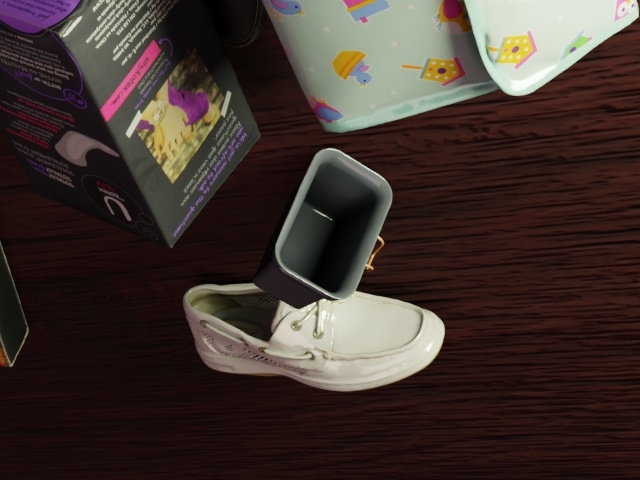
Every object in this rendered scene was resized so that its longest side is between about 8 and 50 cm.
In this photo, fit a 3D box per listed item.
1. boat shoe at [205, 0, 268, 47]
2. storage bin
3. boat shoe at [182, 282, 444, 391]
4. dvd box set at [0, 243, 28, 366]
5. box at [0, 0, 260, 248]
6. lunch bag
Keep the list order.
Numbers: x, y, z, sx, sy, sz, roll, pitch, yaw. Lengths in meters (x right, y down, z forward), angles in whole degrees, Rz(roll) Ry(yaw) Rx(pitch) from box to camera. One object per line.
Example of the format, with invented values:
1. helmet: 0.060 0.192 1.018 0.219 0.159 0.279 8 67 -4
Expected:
1. boat shoe: -0.084 -0.235 1.352 0.084 0.079 0.233 10 142 9
2. storage bin: 0.000 0.000 1.565 0.098 0.135 0.091 30 152 -14
3. boat shoe: -0.016 0.083 1.688 0.277 0.098 0.096 -1 138 26
4. dvd box set: -0.546 -0.008 1.833 0.420 0.062 0.308 9 140 12
5. box: -0.183 -0.146 1.400 0.165 0.143 0.270 22 152 29
6. lunch bag: 0.089 -0.219 1.237 0.262 0.160 0.223 -10 131 17
